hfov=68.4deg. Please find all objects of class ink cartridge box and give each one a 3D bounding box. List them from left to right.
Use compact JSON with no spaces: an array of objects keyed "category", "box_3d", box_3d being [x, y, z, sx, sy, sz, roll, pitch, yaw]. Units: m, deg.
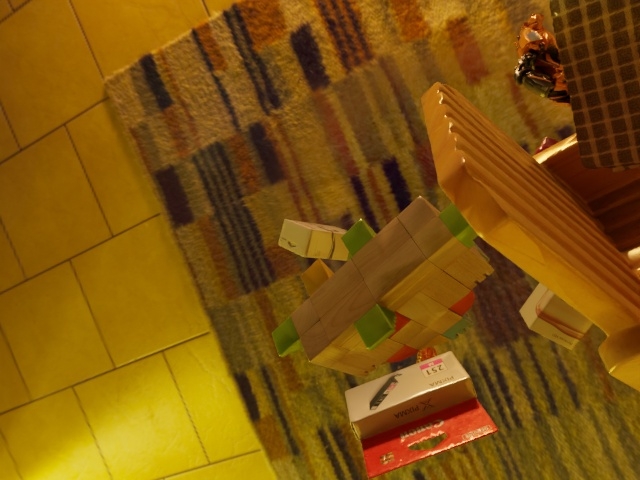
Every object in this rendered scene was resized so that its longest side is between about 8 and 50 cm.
[{"category":"ink cartridge box","box_3d":[0.000,0.000,1.526,0.160,0.220,0.092,21,101,49]},{"category":"ink cartridge box","box_3d":[0.198,0.359,1.005,0.275,0.239,0.060,-21,102,2]}]

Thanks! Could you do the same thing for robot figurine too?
[{"category":"robot figurine","box_3d":[0.439,-0.311,0.819,0.211,0.291,0.085,9,130,3]}]

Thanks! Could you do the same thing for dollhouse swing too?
[{"category":"dollhouse swing","box_3d":[0.317,-0.077,0.453,0.315,0.346,0.305,-30,116,25]}]

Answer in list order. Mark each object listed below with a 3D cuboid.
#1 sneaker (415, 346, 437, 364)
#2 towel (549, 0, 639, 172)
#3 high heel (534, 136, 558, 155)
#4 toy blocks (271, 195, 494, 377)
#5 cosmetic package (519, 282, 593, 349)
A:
[{"category":"sneaker","box_3d":[0.325,0.371,1.457,0.068,0.064,0.174,-12,93,-7]},{"category":"towel","box_3d":[0.362,-0.210,0.453,0.235,0.121,0.283,-6,106,44]},{"category":"high heel","box_3d":[0.862,-0.270,1.613,0.244,0.082,0.117,27,66,11]},{"category":"toy blocks","box_3d":[0.147,0.105,0.788,0.381,0.261,0.190,-44,45,17]},{"category":"cosmetic package","box_3d":[0.750,0.153,1.395,0.153,0.129,0.296,26,110,1]}]
